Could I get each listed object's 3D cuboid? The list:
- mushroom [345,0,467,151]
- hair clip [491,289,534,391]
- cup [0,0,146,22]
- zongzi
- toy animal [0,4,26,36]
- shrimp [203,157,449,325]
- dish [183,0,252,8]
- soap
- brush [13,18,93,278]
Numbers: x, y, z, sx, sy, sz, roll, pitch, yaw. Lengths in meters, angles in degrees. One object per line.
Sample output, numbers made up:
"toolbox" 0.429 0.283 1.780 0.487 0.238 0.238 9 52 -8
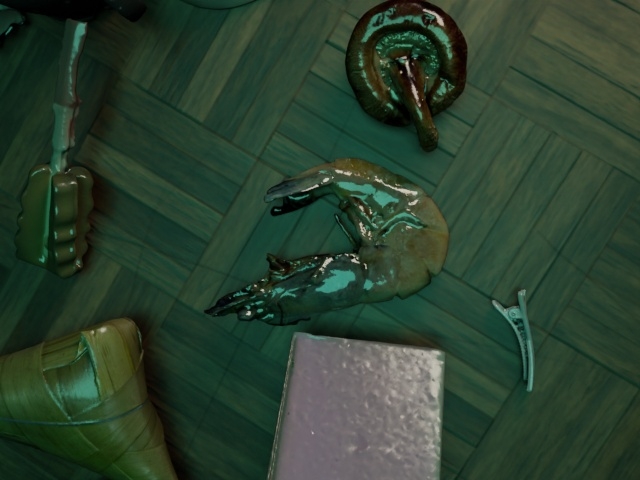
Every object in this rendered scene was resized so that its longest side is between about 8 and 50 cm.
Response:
"mushroom" 0.101 -0.182 0.816 0.135 0.080 0.170 -13 92 19
"hair clip" 0.226 0.116 0.841 0.039 0.030 0.115 -11 89 26
"cup" -0.282 -0.312 0.804 0.223 0.176 0.169 40 94 -1
"zongzi" -0.295 0.237 0.873 0.228 0.115 0.256 -18 101 11
"toy animal" -0.426 -0.290 0.875 0.124 0.085 0.071 47 114 8
"shrimp" 0.000 -0.001 0.842 0.289 0.075 0.178 -14 83 8
"dish" -0.122 -0.388 0.827 0.236 0.086 0.227 12 94 5
"soap" 0.037 0.234 0.776 0.181 0.081 0.259 5 55 5
"brush" -0.298 -0.101 0.840 0.084 0.071 0.301 18 110 9
